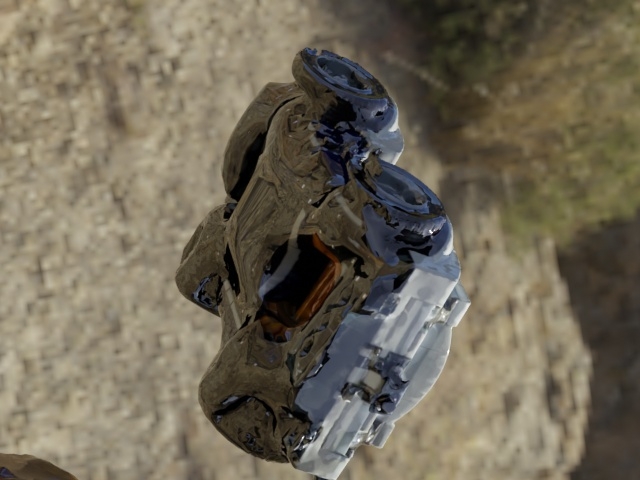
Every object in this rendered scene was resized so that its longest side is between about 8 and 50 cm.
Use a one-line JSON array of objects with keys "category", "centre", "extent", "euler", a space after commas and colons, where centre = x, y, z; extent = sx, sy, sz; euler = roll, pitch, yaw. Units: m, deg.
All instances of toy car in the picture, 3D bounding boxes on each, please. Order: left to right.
[{"category": "toy car", "centre": [0.001, 0.000, 1.229], "extent": [0.118, 0.193, 0.301], "euler": [21, 24, -20]}]

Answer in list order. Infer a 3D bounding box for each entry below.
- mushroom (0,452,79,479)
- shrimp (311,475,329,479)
[{"category": "mushroom", "centre": [-0.140, 0.165, 0.534], "extent": [0.345, 0.345, 0.260], "euler": [33, 47, -56]}, {"category": "shrimp", "centre": [0.018, 0.187, 1.152], "extent": [0.161, 0.091, 0.034], "euler": [-91, 158, -47]}]
